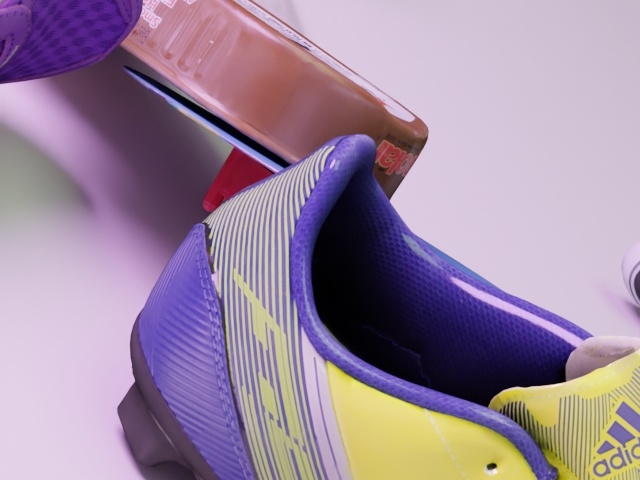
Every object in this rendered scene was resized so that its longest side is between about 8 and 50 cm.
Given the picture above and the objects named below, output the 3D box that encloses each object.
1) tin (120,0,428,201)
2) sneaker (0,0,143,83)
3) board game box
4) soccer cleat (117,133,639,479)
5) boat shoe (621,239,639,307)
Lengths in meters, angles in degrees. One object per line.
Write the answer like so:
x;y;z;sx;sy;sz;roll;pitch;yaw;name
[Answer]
-0.044;-0.074;0.674;0.190;0.040;0.106;36;11;25;tin
-0.134;-0.051;0.521;0.236;0.095;0.104;-4;58;-51;sneaker
0.000;0.000;0.653;0.169;0.033;0.133;29;4;-29;board game box
0.070;0.093;0.535;0.289;0.121;0.093;44;26;5;soccer cleat
0.193;0.046;0.877;0.142;0.049;0.040;34;27;-22;boat shoe
